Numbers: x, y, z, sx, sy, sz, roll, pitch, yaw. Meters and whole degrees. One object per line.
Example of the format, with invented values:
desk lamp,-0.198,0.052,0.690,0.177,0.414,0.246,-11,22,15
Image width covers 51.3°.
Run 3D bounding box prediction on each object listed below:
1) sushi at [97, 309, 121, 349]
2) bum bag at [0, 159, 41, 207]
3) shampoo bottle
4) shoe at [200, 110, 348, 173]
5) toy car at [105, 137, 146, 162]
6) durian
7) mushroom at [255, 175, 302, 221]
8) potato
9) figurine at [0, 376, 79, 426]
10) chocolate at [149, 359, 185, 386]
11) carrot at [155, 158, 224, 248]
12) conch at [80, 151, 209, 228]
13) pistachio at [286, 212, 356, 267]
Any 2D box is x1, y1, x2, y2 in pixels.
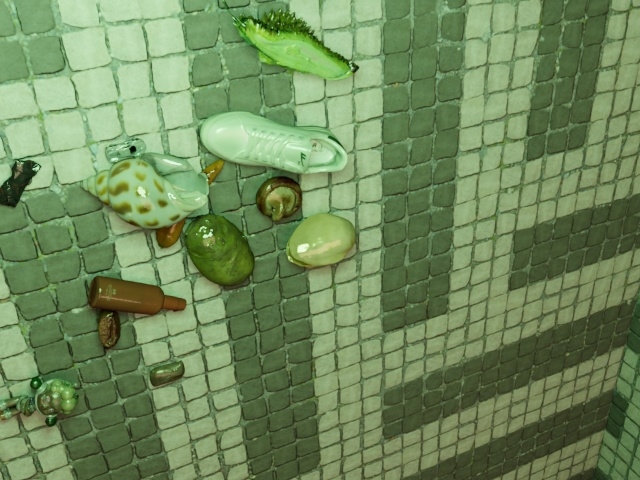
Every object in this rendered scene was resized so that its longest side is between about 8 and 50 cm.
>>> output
sushi,-0.539,0.218,1.705,0.052,0.055,0.120,-8,110,-11
bum bag,-0.662,-0.126,1.453,0.058,0.034,0.124,28,102,-46
shampoo bottle,-0.458,0.147,1.689,0.244,0.085,0.085,15,109,-35
shoe,-0.100,-0.222,1.613,0.363,0.160,0.131,2,114,-29
toy car,-0.444,-0.207,1.526,0.093,0.025,0.041,-19,125,-16
durian,-0.075,-0.454,1.524,0.375,0.106,0.132,13,113,-34
mushroom,-0.104,-0.111,1.719,0.127,0.087,0.127,-15,127,-20
potato,-0.257,0.028,1.707,0.149,0.113,0.251,-46,143,-9
figurine,-0.715,0.413,1.698,0.197,0.093,0.147,-18,114,-17
chocolate,-0.426,0.379,1.869,0.101,0.031,0.064,-12,127,-23
carrot,-0.329,-0.095,1.634,0.066,0.062,0.271,31,98,-3
conch,-0.402,-0.112,1.526,0.275,0.182,0.148,24,123,-14
pistachio,0.000,0.000,1.827,0.201,0.117,0.145,-15,85,-11
